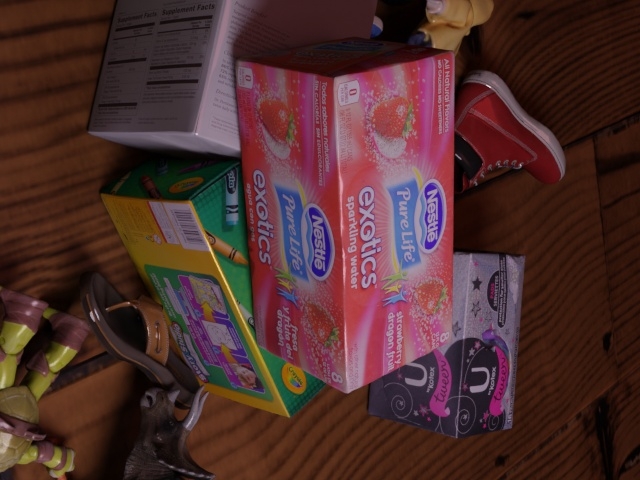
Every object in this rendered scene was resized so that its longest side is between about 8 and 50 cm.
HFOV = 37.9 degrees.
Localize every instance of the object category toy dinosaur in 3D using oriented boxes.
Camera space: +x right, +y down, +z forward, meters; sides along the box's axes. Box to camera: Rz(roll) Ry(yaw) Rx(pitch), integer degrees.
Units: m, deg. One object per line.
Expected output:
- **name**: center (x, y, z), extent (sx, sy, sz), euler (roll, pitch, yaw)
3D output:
- **toy dinosaur**: center (-0.173, 0.320, 0.987), extent (0.161, 0.121, 0.313), euler (-10, 109, -9)

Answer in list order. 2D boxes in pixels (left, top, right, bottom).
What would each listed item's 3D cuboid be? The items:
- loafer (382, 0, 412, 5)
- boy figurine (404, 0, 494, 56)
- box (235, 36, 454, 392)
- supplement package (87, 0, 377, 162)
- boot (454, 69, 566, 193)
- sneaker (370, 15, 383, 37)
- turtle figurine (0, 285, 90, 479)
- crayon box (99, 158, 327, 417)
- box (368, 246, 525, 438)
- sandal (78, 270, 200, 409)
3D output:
- **loafer**: center (0.067, -0.372, 1.220), extent (0.170, 0.062, 0.061), euler (26, 68, -52)
- **boy figurine**: center (0.144, -0.274, 1.250), extent (0.285, 0.092, 0.177), euler (-52, 167, -27)
- **box**: center (0.029, -0.031, 0.890), extent (0.154, 0.142, 0.299), euler (-19, 117, -37)
- **supplement package**: center (-0.086, -0.212, 0.986), extent (0.199, 0.198, 0.262), euler (16, 84, -44)
- **boot**: center (0.270, -0.117, 1.423), extent (0.244, 0.088, 0.176), euler (38, 69, -31)
- **sneaker**: center (0.016, -0.246, 1.177), extent (0.152, 0.058, 0.084), euler (-3, 90, -40)
- **turtle figurine**: center (-0.313, 0.157, 0.884), extent (0.270, 0.087, 0.217), euler (32, 72, -41)
- **crayon box**: center (-0.111, 0.050, 1.013), extent (0.081, 0.165, 0.278), euler (-40, 121, -34)
- **box**: center (0.176, 0.133, 1.299), extent (0.142, 0.163, 0.247), euler (2, 93, -46)
- **sandal**: center (-0.182, 0.102, 0.996), extent (0.060, 0.090, 0.219), euler (-31, 125, 7)
